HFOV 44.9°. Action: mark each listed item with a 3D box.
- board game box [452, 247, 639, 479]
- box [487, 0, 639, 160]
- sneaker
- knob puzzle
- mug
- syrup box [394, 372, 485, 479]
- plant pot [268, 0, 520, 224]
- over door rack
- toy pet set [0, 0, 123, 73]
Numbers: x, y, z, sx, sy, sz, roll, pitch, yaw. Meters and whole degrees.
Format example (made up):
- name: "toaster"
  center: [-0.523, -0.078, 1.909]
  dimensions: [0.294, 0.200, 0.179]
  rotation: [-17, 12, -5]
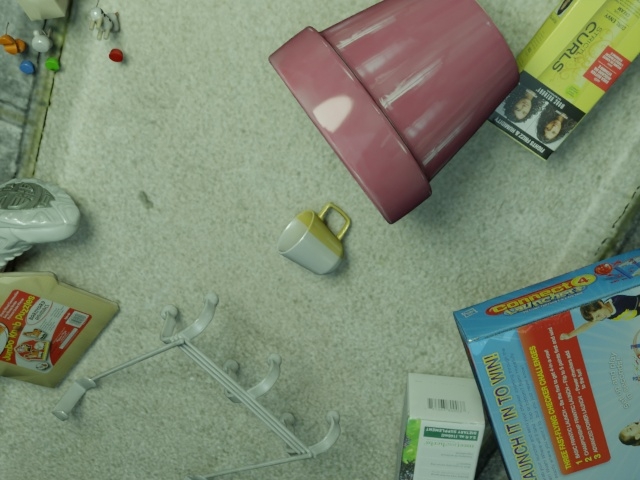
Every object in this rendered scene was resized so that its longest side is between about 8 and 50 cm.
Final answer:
- name: "board game box"
  center: [0.343, 0.178, 0.884]
  dimensions: [0.301, 0.086, 0.308]
  rotation: [-19, 108, 4]
- name: "box"
  center: [0.263, -0.196, 0.760]
  dimensions: [0.087, 0.058, 0.232]
  rotation: [33, 115, -10]
- name: "sneaker"
  center: [-0.381, -0.006, 0.918]
  dimensions: [0.232, 0.090, 0.115]
  rotation: [0, 124, 16]
- name: "knob puzzle"
  center: [-0.383, 0.100, 0.971]
  dimensions: [0.213, 0.030, 0.213]
  rotation: [-9, 132, -10]
- name: "mug"
  center: [-0.002, 0.003, 0.890]
  dimensions: [0.064, 0.062, 0.078]
  rotation: [39, 121, -22]
- name: "syrup box"
  center: [0.147, 0.296, 1.003]
  dimensions: [0.093, 0.096, 0.237]
  rotation: [5, 116, 3]
- name: "plant pot"
  center: [0.079, -0.146, 0.740]
  dimensions: [0.180, 0.201, 0.201]
  rotation: [-36, 109, 5]
- name: "over door rack"
  center: [-0.159, 0.209, 0.996]
  dimensions: [0.324, 0.108, 0.239]
  rotation: [-32, 110, 35]
- name: "toy pet set"
  center: [-0.277, -0.241, 0.806]
  dimensions: [0.122, 0.065, 0.114]
  rotation: [-4, 151, 11]
